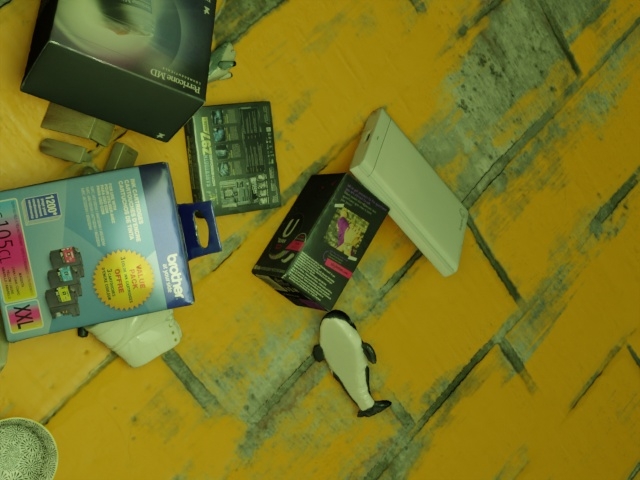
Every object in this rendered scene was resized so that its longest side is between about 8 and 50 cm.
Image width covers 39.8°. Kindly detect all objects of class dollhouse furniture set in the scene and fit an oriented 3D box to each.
[{"bbox_3d":[-0.461,-0.170,1.733,0.151,0.123,0.144,34,73,-62],"label":"dollhouse furniture set"}]

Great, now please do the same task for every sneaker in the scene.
[{"bbox_3d":[-0.322,0.118,1.791,0.292,0.108,0.169,-48,121,-16],"label":"sneaker"}]

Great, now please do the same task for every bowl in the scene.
[{"bbox_3d":[-0.586,0.408,1.657,0.170,0.080,0.170,-2,94,-30],"label":"bowl"}]

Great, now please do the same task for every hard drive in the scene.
[{"bbox_3d":[0.214,-0.112,2.042,0.353,0.047,0.233,47,38,-23],"label":"hard drive"}]

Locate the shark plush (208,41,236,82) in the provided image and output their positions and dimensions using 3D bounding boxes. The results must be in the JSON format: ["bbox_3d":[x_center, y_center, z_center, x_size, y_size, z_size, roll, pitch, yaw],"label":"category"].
[{"bbox_3d":[-0.248,-0.359,1.848,0.161,0.073,0.067,-26,85,-5],"label":"shark plush"}]

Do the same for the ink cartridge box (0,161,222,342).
[{"bbox_3d":[-0.386,0.010,1.613,0.395,0.151,0.270,-12,94,-11],"label":"ink cartridge box"}]

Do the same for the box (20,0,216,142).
[{"bbox_3d":[-0.362,-0.383,1.636,0.296,0.182,0.294,18,61,-29],"label":"box"}]

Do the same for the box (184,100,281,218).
[{"bbox_3d":[-0.186,-0.172,1.869,0.183,0.059,0.233,-11,98,-29],"label":"box"}]

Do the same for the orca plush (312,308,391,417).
[{"bbox_3d":[0.086,0.263,2.020,0.287,0.151,0.102,55,36,-17],"label":"orca plush"}]

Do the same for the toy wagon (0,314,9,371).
[{"bbox_3d":[-0.696,0.125,1.489,0.344,0.267,0.068,26,112,-27],"label":"toy wagon"}]

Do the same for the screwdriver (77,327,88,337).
[{"bbox_3d":[-0.463,0.108,1.752,0.025,0.024,0.170,19,75,-58],"label":"screwdriver"}]

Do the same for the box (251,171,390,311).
[{"bbox_3d":[0.000,0.000,1.920,0.143,0.165,0.270,38,74,-25],"label":"box"}]
